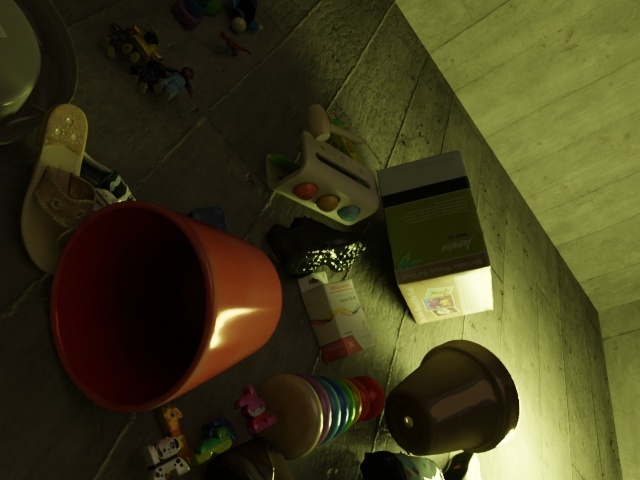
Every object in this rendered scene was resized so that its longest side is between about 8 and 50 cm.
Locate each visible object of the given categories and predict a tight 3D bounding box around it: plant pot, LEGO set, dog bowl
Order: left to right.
[{"bbox_3d":[-0.512,-0.271,0.780,0.348,0.102,0.349,33,44,-39],"label":"dog bowl"},{"bbox_3d":[-0.195,0.088,0.841,0.243,0.274,0.275,7,61,-63],"label":"plant pot"},{"bbox_3d":[-0.186,0.278,0.870,0.227,0.087,0.093,-13,76,-50],"label":"LEGO set"},{"bbox_3d":[0.275,0.377,1.317,0.229,0.263,0.263,-11,76,-38],"label":"plant pot"}]

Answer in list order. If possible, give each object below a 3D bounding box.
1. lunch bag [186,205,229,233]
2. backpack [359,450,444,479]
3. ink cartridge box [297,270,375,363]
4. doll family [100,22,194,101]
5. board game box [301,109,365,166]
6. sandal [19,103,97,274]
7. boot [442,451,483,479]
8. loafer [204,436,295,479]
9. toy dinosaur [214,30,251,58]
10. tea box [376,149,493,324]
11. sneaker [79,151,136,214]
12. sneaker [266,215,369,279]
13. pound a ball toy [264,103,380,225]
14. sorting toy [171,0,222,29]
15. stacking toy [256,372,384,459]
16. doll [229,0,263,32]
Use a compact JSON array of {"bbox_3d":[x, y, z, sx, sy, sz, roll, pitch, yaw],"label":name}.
[{"bbox_3d":[-0.209,-0.014,1.054,0.067,0.065,0.099,-6,73,-39],"label":"lunch bag"},{"bbox_3d":[0.174,0.502,1.179,0.182,0.115,0.152,29,43,-45],"label":"backpack"},{"bbox_3d":[0.033,0.153,1.268,0.115,0.067,0.198,-5,71,-55],"label":"ink cartridge box"},{"bbox_3d":[-0.323,-0.345,1.125,0.193,0.076,0.111,56,29,-20],"label":"doll family"},{"bbox_3d":[0.036,-0.233,1.519,0.181,0.092,0.043,61,33,-4],"label":"board game box"},{"bbox_3d":[-0.346,-0.068,0.797,0.088,0.079,0.240,4,92,-51],"label":"sandal"},{"bbox_3d":[0.343,0.620,1.360,0.244,0.088,0.176,-10,77,-60],"label":"boot"},{"bbox_3d":[-0.029,0.459,0.909,0.366,0.133,0.130,61,33,-4],"label":"loafer"},{"bbox_3d":[-0.207,-0.463,1.362,0.082,0.090,0.047,147,-69,-79],"label":"toy dinosaur"},{"bbox_3d":[0.299,0.006,1.506,0.329,0.219,0.324,55,26,-61],"label":"tea box"},{"bbox_3d":[-0.320,-0.054,0.910,0.237,0.086,0.085,46,35,-27],"label":"sneaker"},{"bbox_3d":[0.000,0.000,1.289,0.286,0.109,0.130,-1,45,-53],"label":"sneaker"},{"bbox_3d":[0.025,-0.150,1.341,0.319,0.208,0.136,23,50,-46],"label":"pound a ball toy"},{"bbox_3d":[-0.244,-0.633,1.381,0.127,0.126,0.366,42,38,-29],"label":"sorting toy"},{"bbox_3d":[0.024,0.307,1.101,0.330,0.141,0.141,9,61,-56],"label":"stacking toy"},{"bbox_3d":[-0.191,-0.592,1.495,0.129,0.046,0.189,49,35,-38],"label":"doll"}]
